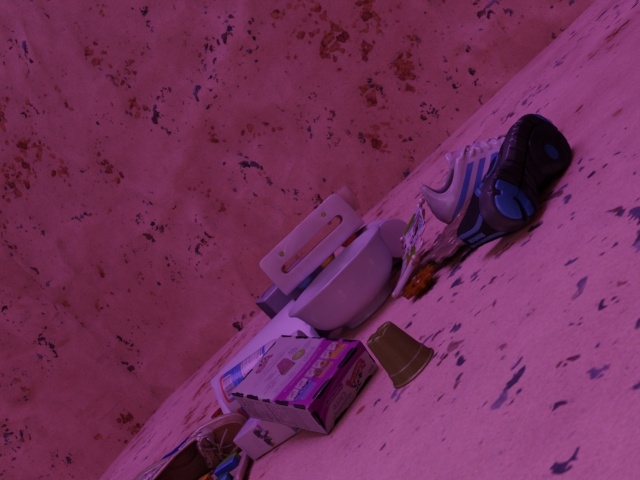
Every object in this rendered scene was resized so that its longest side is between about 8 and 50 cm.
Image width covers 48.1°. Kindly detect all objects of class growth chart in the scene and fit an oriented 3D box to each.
[{"bbox_3d":[0.199,0.012,1.582,0.237,0.021,0.172,-73,2,-50],"label":"growth chart"}]

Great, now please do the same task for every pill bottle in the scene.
[{"bbox_3d":[-0.113,0.303,1.628,0.221,0.124,0.124,-35,5,10],"label":"pill bottle"},{"bbox_3d":[0.154,0.014,1.891,0.131,0.131,0.229,-46,4,-20],"label":"pill bottle"}]

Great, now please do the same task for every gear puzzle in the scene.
[{"bbox_3d":[0.285,-0.005,1.446,0.339,0.044,0.175,-49,6,-13],"label":"gear puzzle"}]

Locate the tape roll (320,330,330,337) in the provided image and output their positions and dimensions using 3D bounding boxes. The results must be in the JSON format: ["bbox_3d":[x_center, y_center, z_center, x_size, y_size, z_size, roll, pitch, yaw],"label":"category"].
[{"bbox_3d":[-0.066,0.255,1.973,0.275,0.090,0.275,-44,3,3],"label":"tape roll"}]

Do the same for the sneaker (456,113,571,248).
[{"bbox_3d":[0.348,-0.117,1.315,0.341,0.125,0.139,-45,-2,-40],"label":"sneaker"}]

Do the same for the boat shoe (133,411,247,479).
[{"bbox_3d":[-0.269,0.478,1.535,0.285,0.104,0.089,-36,7,-12],"label":"boat shoe"}]

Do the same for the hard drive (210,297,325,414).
[{"bbox_3d":[-0.130,0.307,1.770,0.307,0.040,0.203,-45,36,4],"label":"hard drive"}]

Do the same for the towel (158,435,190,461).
[{"bbox_3d":[-0.404,0.617,1.787,0.227,0.076,0.308,-44,4,20],"label":"towel"}]

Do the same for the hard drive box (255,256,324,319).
[{"bbox_3d":[-0.083,0.141,2.040,0.181,0.089,0.232,-46,4,-13],"label":"hard drive box"}]

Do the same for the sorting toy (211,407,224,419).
[{"bbox_3d":[-0.228,0.427,2.169,0.274,0.046,0.132,-47,5,-38],"label":"sorting toy"}]

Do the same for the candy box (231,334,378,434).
[{"bbox_3d":[-0.032,0.250,1.279,0.233,0.071,0.159,-4,36,51],"label":"candy box"}]

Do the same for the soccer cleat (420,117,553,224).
[{"bbox_3d":[0.368,-0.179,1.606,0.331,0.143,0.116,-44,4,5],"label":"soccer cleat"}]

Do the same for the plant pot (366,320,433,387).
[{"bbox_3d":[0.114,0.166,1.087,0.083,0.079,0.083,-44,4,4],"label":"plant pot"}]

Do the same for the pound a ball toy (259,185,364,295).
[{"bbox_3d":[0.000,0.000,1.888,0.319,0.136,0.208,-43,1,-1],"label":"pound a ball toy"}]

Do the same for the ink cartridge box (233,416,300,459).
[{"bbox_3d":[-0.077,0.340,1.388,0.181,0.061,0.104,-41,6,35],"label":"ink cartridge box"}]

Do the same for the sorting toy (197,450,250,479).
[{"bbox_3d":[-0.218,0.493,1.422,0.208,0.038,0.193,-44,4,8],"label":"sorting toy"}]

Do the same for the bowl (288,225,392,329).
[{"bbox_3d":[0.073,0.113,1.683,0.298,0.134,0.298,-45,4,4],"label":"bowl"}]
